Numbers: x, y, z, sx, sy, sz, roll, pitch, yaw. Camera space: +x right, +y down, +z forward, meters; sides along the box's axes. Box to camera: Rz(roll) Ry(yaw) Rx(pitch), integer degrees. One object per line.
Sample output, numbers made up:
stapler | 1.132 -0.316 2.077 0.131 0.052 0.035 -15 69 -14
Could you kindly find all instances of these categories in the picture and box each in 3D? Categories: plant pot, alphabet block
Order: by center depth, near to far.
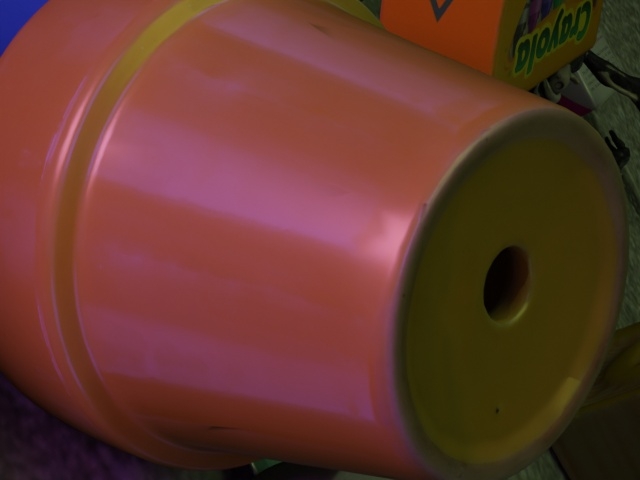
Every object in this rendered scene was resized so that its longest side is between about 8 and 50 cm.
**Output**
plant pot | 0.000 0.000 0.647 0.254 0.239 0.254 -16 112 -43
alphabet block | 0.331 0.167 1.149 0.197 0.193 0.192 60 30 -5

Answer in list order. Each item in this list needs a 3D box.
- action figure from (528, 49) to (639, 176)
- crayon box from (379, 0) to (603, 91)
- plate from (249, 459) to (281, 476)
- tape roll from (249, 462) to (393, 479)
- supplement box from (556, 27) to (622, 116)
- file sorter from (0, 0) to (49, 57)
action figure | 0.146 -0.140 1.125 0.276 0.164 0.141 24 20 -21
crayon box | 0.120 -0.207 0.857 0.202 0.081 0.318 -36 138 -53
plate | -0.002 0.109 0.864 0.188 0.024 0.188 34 43 -39
tape roll | 0.029 0.222 0.753 0.219 0.072 0.219 25 57 -45
supplement box | 0.169 -0.204 1.259 0.220 0.111 0.114 60 32 -5
file sorter | -0.171 -0.180 0.739 0.170 0.118 0.104 51 30 -20
